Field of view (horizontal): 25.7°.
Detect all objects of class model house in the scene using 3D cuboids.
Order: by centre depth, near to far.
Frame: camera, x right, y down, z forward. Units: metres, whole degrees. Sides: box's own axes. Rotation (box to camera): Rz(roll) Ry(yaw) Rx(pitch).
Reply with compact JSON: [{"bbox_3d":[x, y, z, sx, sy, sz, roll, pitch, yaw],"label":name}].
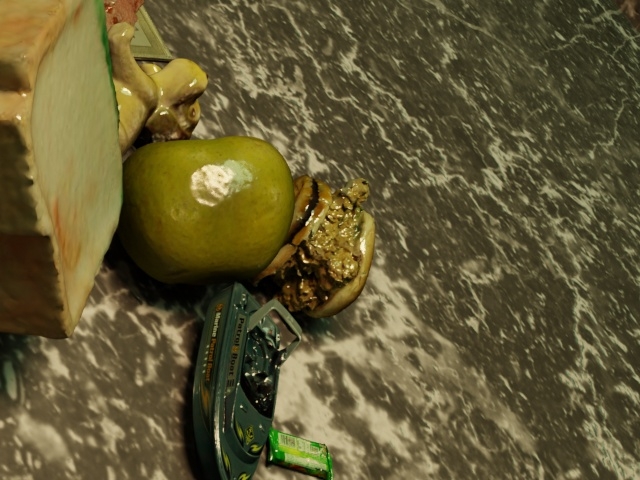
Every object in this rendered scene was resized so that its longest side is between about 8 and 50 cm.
[{"bbox_3d":[-0.343,-0.089,1.218,0.280,0.312,0.245,6,41,7],"label":"model house"}]

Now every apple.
[{"bbox_3d":[-0.125,-0.033,1.491,0.196,0.196,0.157,0,82,-48],"label":"apple"}]

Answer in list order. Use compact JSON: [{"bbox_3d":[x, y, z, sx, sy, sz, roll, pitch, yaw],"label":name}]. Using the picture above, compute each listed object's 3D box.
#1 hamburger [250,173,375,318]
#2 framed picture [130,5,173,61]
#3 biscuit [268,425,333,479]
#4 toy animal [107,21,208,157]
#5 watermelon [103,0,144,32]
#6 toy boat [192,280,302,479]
[{"bbox_3d":[0.000,0.000,1.612,0.131,0.185,0.159,30,21,-17],"label":"hamburger"},{"bbox_3d":[-0.295,-0.317,1.761,0.173,0.010,0.231,-7,60,-51],"label":"framed picture"},{"bbox_3d":[-0.023,0.227,1.487,0.089,0.016,0.046,22,42,-32],"label":"biscuit"},{"bbox_3d":[-0.223,-0.154,1.574,0.233,0.121,0.169,-52,125,-49],"label":"toy animal"},{"bbox_3d":[-0.280,-0.304,1.693,0.154,0.094,0.241,35,35,-33],"label":"watermelon"},{"bbox_3d":[-0.081,0.152,1.430,0.093,0.103,0.246,53,30,-37],"label":"toy boat"}]
